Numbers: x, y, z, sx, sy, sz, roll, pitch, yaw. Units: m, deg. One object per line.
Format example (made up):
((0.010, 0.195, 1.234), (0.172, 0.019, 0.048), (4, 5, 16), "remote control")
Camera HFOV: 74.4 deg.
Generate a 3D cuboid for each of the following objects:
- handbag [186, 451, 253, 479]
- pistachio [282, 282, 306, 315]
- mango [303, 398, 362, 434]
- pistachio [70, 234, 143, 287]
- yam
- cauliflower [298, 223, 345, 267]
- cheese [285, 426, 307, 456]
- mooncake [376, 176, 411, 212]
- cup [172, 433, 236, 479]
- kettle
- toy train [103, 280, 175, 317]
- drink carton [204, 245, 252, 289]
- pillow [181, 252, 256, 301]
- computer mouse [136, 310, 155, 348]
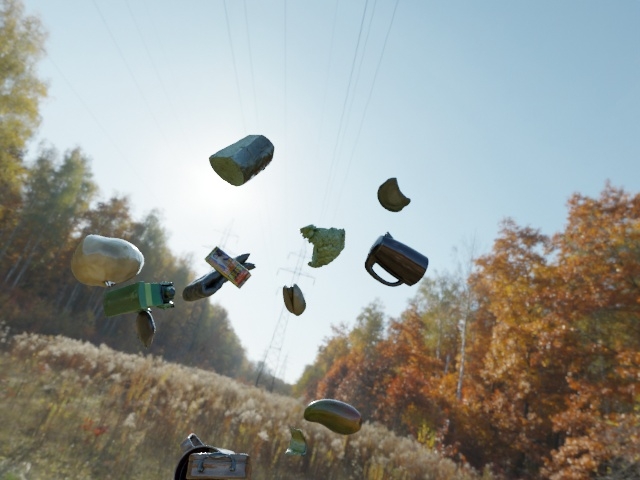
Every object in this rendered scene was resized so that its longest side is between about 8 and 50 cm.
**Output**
((-0.310, 0.697, 1.287), (0.193, 0.072, 0.151), (2, -37, 0), "handbag")
((-0.159, 0.350, 2.498), (0.129, 0.131, 0.206), (-16, -70, 4), "pistachio")
((0.067, 0.869, 2.095), (0.289, 0.146, 0.129), (19, 1, 10), "mango")
((-0.724, 0.065, 1.439), (0.187, 0.188, 0.299), (17, -1, -5), "pistachio")
((-0.365, -0.397, 2.058), (0.202, 0.271, 0.201), (13, -39, 35), "yam")
((0.000, 0.000, 2.204), (0.250, 0.272, 0.275), (42, -51, 4), "cauliflower")
((-0.071, 0.620, 1.294), (0.060, 0.084, 0.041), (-7, -38, 17), "cheese")
((0.362, -0.224, 2.081), (0.168, 0.175, 0.104), (1, 6, 12), "mooncake")
((-0.443, 0.893, 1.613), (0.288, 0.208, 0.273), (18, -25, 12), "cup")
((0.302, 0.091, 1.754), (0.232, 0.202, 0.144), (31, -3, -11), "kettle")
((-0.764, 0.249, 1.792), (0.300, 0.120, 0.202), (-16, -14, 32), "toy train")
((-0.334, 0.097, 1.523), (0.165, 0.071, 0.056), (37, -18, 12), "drink carton")
((-0.491, 0.179, 2.032), (0.228, 0.326, 0.101), (-22, -82, 47), "pillow")
((-0.758, 0.387, 1.816), (0.057, 0.120, 0.232), (-13, -24, -34), "computer mouse")
